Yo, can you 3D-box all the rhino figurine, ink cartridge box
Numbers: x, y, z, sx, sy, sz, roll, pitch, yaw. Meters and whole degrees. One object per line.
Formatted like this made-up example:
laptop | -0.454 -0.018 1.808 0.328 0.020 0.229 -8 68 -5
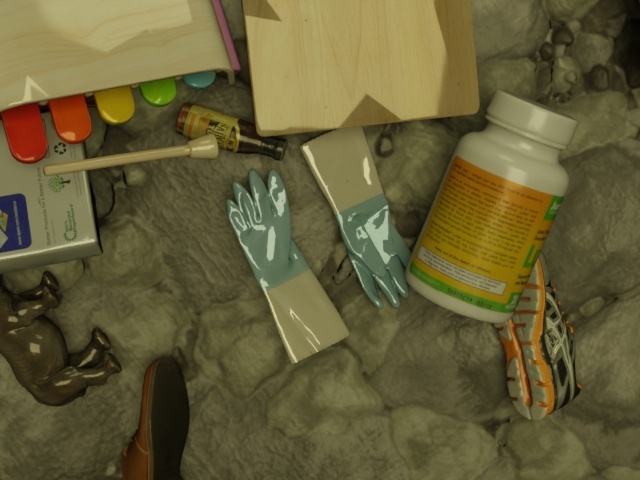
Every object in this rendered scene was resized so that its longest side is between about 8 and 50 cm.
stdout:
rhino figurine | -0.343 0.087 1.311 0.106 0.073 0.243 -40 96 3
ink cartridge box | -0.418 -0.037 1.267 0.332 0.065 0.165 -9 75 -7

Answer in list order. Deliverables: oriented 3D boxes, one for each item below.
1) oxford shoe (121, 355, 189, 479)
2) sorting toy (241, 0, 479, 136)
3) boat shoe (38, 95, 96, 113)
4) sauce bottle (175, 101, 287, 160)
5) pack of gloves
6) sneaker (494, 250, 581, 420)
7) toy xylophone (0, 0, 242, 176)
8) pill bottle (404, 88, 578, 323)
oxford shoe | -0.203 0.242 1.352 0.076 0.076 0.212 1 85 32
sorting toy | 0.037 -0.260 1.312 0.255 0.089 0.257 -7 97 -7
boat shoe | -0.314 -0.177 1.297 0.178 0.064 0.060 9 128 -16
sauce bottle | -0.102 -0.123 1.322 0.128 0.042 0.042 16 94 5
pack of gloves | 0.000 0.000 1.369 0.195 0.046 0.232 -26 99 -18
sneaker | 0.266 0.106 1.395 0.083 0.084 0.215 -8 94 -33
toy xylophone | -0.234 -0.178 1.234 0.322 0.081 0.236 -5 78 -19
pill bottle | 0.201 -0.041 1.316 0.136 0.136 0.246 19 103 -9
